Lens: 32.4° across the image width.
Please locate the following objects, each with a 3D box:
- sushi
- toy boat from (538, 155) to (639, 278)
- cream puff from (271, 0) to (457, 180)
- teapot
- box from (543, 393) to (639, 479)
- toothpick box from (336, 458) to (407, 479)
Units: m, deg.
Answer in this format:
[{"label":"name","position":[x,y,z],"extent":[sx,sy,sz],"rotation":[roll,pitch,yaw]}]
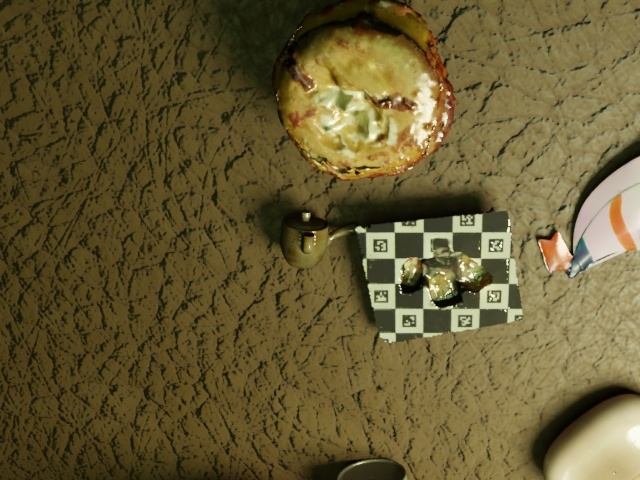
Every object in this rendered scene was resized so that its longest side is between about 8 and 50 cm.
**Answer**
[{"label":"sushi","position":[0.169,0.042,1.547],"extent":[0.210,0.040,0.193],"rotation":[-9,115,9]},{"label":"toy boat","position":[0.446,-0.060,1.468],"extent":[0.318,0.072,0.219],"rotation":[-5,112,20]},{"label":"cream puff","position":[0.057,-0.199,1.415],"extent":[0.240,0.164,0.240],"rotation":[9,123,14]},{"label":"teapot","position":[0.000,0.000,1.539],"extent":[0.110,0.085,0.080],"rotation":[1,112,-13]},{"label":"box","position":[0.418,0.310,1.578],"extent":[0.146,0.088,0.200],"rotation":[44,109,-10]},{"label":"toothpick box","position":[0.088,0.434,1.659],"extent":[0.111,0.111,0.181],"rotation":[-5,108,10]}]
